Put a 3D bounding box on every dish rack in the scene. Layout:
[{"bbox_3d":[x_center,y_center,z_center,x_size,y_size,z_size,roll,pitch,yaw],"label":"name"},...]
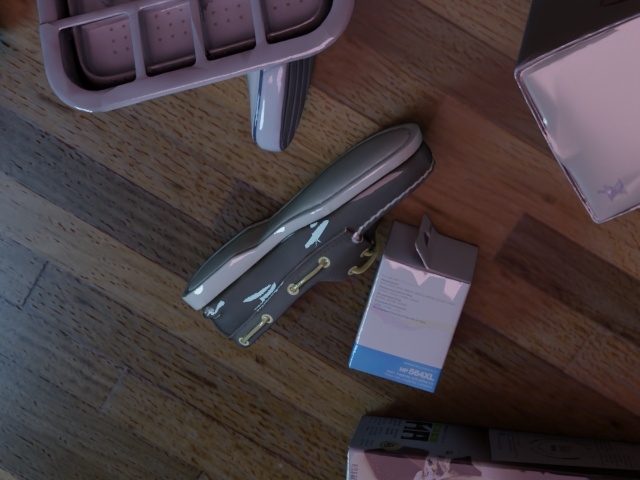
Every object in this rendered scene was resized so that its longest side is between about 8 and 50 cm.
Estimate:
[{"bbox_3d":[-0.116,-0.286,1.656,0.285,0.072,0.333,-14,78,16],"label":"dish rack"}]

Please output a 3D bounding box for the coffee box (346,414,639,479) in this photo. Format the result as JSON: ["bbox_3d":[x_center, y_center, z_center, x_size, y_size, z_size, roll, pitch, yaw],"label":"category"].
[{"bbox_3d":[0.175,0.282,1.887,0.297,0.119,0.168,5,102,7],"label":"coffee box"}]

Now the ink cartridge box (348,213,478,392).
[{"bbox_3d":[0.093,0.055,1.829,0.090,0.092,0.143,18,116,1],"label":"ink cartridge box"}]

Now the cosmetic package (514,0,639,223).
[{"bbox_3d":[0.261,-0.152,1.596,0.129,0.296,0.153,-24,108,20],"label":"cosmetic package"}]

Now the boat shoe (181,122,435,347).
[{"bbox_3d":[0.001,-0.002,1.814,0.305,0.109,0.091,-36,104,28],"label":"boat shoe"}]

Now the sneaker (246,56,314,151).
[{"bbox_3d":[-0.058,-0.212,1.747,0.091,0.094,0.258,6,106,17],"label":"sneaker"}]
